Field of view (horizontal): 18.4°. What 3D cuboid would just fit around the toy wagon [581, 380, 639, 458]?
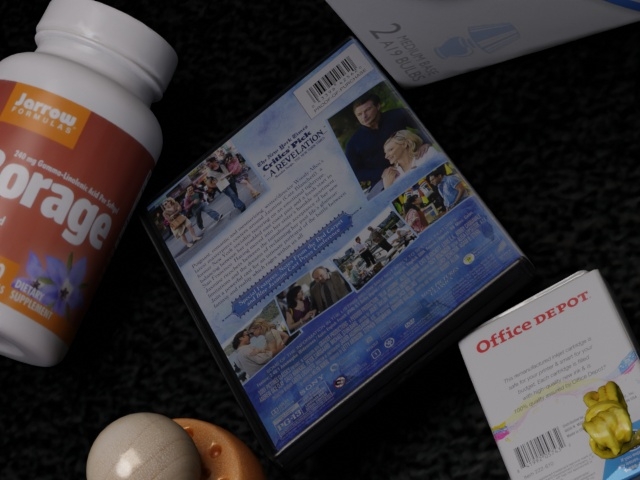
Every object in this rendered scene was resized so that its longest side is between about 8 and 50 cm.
[{"bbox_3d":[0.283,0.024,0.912,0.344,0.267,0.068,-31,97,12],"label":"toy wagon"}]

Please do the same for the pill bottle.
[{"bbox_3d":[-0.174,-0.040,1.248,0.121,0.121,0.216,14,73,33],"label":"pill bottle"}]

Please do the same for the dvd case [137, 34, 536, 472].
[{"bbox_3d":[0.000,0.000,1.166,0.180,0.022,0.253,-39,42,6],"label":"dvd case"}]

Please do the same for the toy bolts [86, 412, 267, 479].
[{"bbox_3d":[-0.138,0.205,1.058,0.218,0.158,0.229,-5,55,22],"label":"toy bolts"}]

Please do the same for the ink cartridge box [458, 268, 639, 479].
[{"bbox_3d":[0.137,0.090,1.060,0.088,0.052,0.122,-28,56,12],"label":"ink cartridge box"}]

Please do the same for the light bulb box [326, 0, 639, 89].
[{"bbox_3d":[0.133,-0.296,1.072,0.361,0.358,0.225,-15,61,22],"label":"light bulb box"}]
